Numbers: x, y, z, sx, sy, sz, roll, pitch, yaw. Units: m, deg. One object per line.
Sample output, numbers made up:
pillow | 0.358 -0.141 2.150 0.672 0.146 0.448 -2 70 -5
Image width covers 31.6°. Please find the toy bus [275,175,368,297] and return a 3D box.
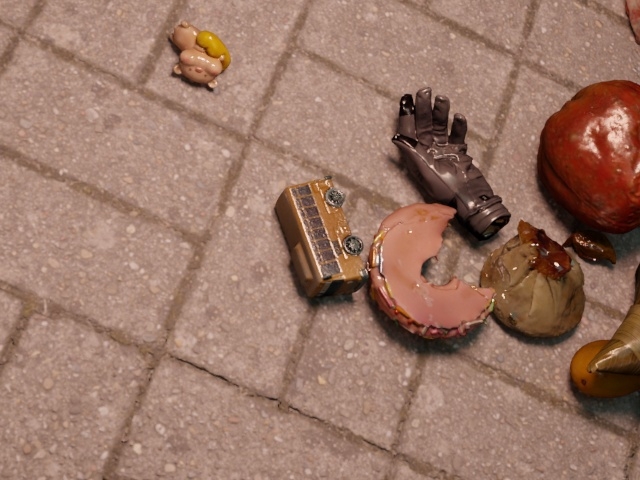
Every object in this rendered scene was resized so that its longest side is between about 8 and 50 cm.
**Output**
toy bus | 0.000 0.000 1.805 0.103 0.091 0.182 -14 74 -22

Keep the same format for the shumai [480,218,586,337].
shumai | 0.378 0.060 1.901 0.201 0.120 0.201 8 65 -17

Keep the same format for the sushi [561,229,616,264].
sushi | 0.480 0.011 1.997 0.099 0.047 0.050 25 51 9

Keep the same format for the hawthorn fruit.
hawthorn fruit | 0.500 -0.147 1.945 0.258 0.258 0.261 -10 45 -22

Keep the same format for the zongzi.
zongzi | 0.539 0.122 1.889 0.288 0.134 0.286 -6 37 -9

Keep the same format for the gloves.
gloves | 0.214 -0.125 1.915 0.142 0.119 0.285 -26 90 -38

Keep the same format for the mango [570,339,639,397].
mango | 0.499 0.213 1.907 0.184 0.085 0.102 -8 66 -33

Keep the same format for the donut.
donut | 0.166 0.059 1.844 0.199 0.085 0.232 -17 77 -25

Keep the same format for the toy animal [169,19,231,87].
toy animal | -0.205 -0.304 1.853 0.114 0.091 0.082 36 77 -6

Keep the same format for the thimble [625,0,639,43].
thimble | 0.722 -0.469 2.200 0.239 0.162 0.239 7 70 -20
